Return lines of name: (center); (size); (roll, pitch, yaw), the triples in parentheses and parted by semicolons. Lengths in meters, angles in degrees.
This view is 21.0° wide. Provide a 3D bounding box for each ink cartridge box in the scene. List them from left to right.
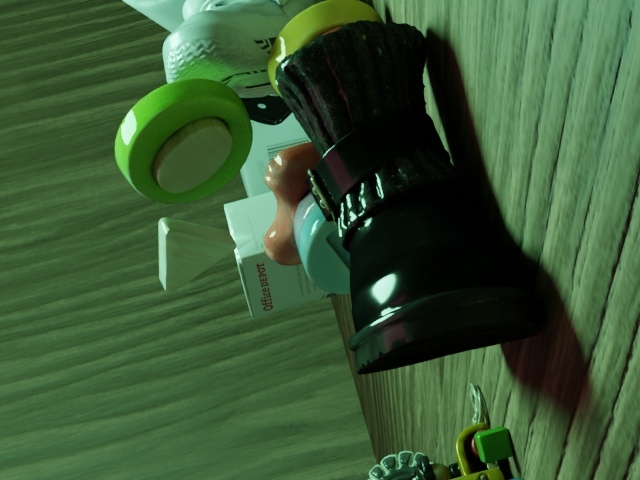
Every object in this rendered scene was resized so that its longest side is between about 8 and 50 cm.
ink cartridge box: (0.000, 0.000, 1.904); (0.139, 0.190, 0.082); (81, 173, -60)

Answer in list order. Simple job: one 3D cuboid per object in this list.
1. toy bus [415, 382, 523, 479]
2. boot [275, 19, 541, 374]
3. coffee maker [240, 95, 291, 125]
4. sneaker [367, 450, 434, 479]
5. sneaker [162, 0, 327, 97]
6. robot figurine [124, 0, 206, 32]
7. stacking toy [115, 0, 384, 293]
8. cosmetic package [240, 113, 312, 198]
toy bus: (0.128, 0.253, 1.565); (0.202, 0.104, 0.191); (-119, 15, -77)
boot: (0.054, -0.040, 1.272); (0.348, 0.131, 0.260); (138, 118, -87)
coffee maker: (-0.048, -0.264, 2.251); (0.120, 0.171, 0.178); (49, -154, -43)
sneaker: (0.150, 0.419, 2.065); (0.147, 0.130, 0.330); (44, -148, -67)
sneaker: (-0.070, -0.257, 1.751); (0.366, 0.137, 0.210); (-12, -90, -68)
robot figurine: (-0.133, -0.333, 1.973); (0.353, 0.200, 0.300); (29, -148, -45)
stacking toy: (-0.031, -0.045, 1.630); (0.309, 0.279, 0.130); (80, 164, -46)
cosmetic package: (-0.078, -0.238, 2.632); (0.385, 0.156, 0.217); (-106, 3, -46)
